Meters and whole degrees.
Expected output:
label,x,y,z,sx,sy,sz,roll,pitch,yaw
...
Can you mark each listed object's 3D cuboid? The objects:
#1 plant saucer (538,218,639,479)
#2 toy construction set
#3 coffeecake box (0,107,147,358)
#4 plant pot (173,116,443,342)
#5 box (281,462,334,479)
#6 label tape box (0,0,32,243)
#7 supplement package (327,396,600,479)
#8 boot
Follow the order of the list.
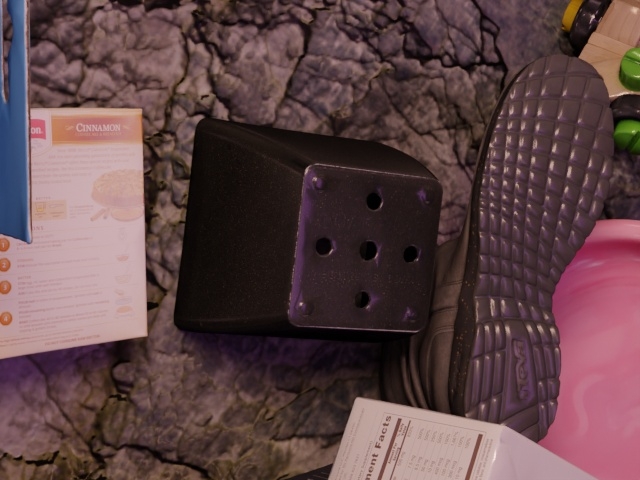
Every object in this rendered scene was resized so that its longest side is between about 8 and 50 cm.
label,x,y,z,sx,sy,sz,roll,pitch,yaw
plant saucer,0.271,0.149,1.099,0.084,0.332,0.332,22,85,-54
toy construction set,0.334,-0.117,1.159,0.309,0.257,0.237,49,60,-43
coffeecake box,-0.212,-0.011,0.938,0.142,0.068,0.185,-6,98,-43
plant pot,0.000,0.000,1.011,0.188,0.167,0.187,6,92,-26
box,-0.034,0.395,0.986,0.312,0.179,0.343,-8,99,-44
label tape box,-0.275,-0.127,0.764,0.106,0.334,0.240,-3,96,-27
supplement package,0.124,0.263,0.901,0.262,0.145,0.204,33,70,-40
boot,0.130,0.008,1.053,0.118,0.223,0.338,17,87,-19
